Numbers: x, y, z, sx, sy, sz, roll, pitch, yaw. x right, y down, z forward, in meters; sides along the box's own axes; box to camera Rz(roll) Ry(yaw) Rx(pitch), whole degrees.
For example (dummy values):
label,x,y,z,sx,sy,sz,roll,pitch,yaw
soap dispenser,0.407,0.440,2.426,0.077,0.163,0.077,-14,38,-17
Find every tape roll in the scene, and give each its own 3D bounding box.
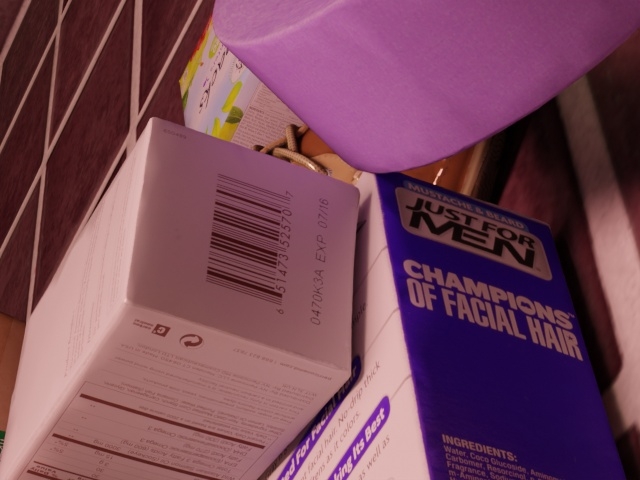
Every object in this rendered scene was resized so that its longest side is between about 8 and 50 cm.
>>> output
label,x,y,z,sx,sy,sz,roll,pitch,yaw
tape roll,0.078,-0.161,0.799,0.275,0.090,0.275,-40,21,19

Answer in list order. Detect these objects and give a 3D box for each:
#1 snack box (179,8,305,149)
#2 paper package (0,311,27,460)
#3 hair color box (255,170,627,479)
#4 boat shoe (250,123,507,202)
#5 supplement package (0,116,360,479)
label,x,y,z,sx,sy,sz,roll,pitch,yaw
snack box,-0.028,-0.151,1.261,0.174,0.070,0.207,-103,35,-57
paper package,-0.271,0.270,1.390,0.309,0.168,0.325,-59,22,32
hair color box,0.041,0.144,0.738,0.339,0.110,0.185,-99,32,-51
boat shoe,0.000,0.000,0.964,0.324,0.120,0.122,-66,20,14
supplement package,-0.067,0.049,0.805,0.179,0.105,0.105,129,152,-47
